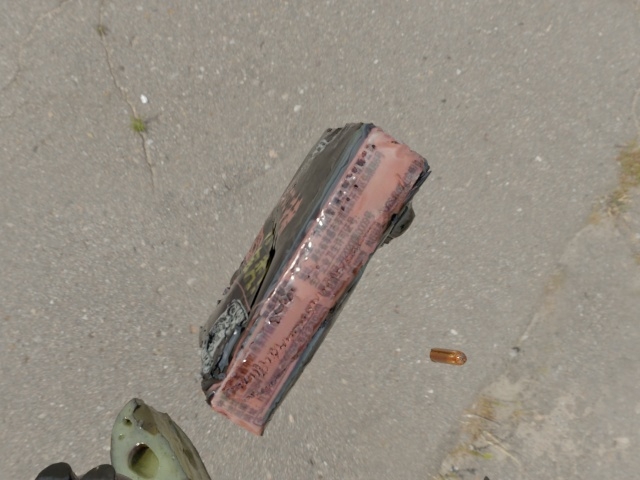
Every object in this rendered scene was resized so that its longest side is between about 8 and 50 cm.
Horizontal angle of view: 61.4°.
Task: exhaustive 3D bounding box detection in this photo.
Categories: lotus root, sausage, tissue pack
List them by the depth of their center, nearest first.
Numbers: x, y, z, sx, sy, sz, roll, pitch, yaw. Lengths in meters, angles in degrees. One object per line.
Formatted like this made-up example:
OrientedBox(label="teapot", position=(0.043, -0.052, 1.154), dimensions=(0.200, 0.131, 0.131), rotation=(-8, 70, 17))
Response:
OrientedBox(label="tissue pack", position=(-0.017, 0.026, 0.619), dimensions=(0.123, 0.245, 0.332), rotation=(31, 93, -15))
OrientedBox(label="sausage", position=(0.251, 0.226, 1.046), dimensions=(0.031, 0.107, 0.031), rotation=(3, 81, -18))
OrientedBox(label="lotus root", position=(-0.375, 0.528, 1.252), dimensions=(0.142, 0.314, 0.210), rotation=(-43, 130, -9))

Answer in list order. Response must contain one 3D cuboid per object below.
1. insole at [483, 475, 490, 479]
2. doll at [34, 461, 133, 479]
OrientedBox(label="insole", position=(0.229, 0.370, 0.687), dimensions=(0.002, 0.152, 0.053), rotation=(5, 113, -2))
OrientedBox(label="doll", position=(-0.271, 0.377, 0.677), dimensions=(0.182, 0.257, 0.117), rotation=(0, 38, 12))
